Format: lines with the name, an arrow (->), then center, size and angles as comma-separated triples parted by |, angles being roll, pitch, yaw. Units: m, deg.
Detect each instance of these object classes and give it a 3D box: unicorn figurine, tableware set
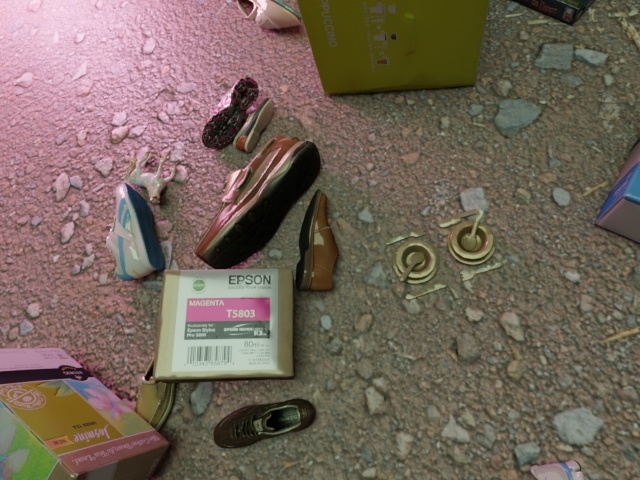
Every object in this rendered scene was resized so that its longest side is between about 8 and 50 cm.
unicorn figurine -> -0.382, -0.141, 1.006 | 0.161, 0.060, 0.111 | 13, 73, 34
tableware set -> 0.225, 0.016, 0.813 | 0.194, 0.039, 0.128 | -20, 67, 5

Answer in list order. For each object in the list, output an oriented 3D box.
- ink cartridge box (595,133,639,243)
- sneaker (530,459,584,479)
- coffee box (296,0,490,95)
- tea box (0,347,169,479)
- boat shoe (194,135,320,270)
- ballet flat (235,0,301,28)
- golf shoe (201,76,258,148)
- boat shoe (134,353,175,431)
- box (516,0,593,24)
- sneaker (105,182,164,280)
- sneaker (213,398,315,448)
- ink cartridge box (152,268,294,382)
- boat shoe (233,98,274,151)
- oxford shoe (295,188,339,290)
ink cartridge box -> 0.644, -0.125, 0.723 | 0.223, 0.129, 0.307 | 29, 78, 21
sneaker -> 0.339, 0.416, 0.626 | 0.082, 0.071, 0.191 | -7, 60, 17
coffee box -> 0.147, -0.533, 0.877 | 0.338, 0.338, 0.334 | 1, 70, 13
tea box -> -0.491, 0.397, 0.712 | 0.323, 0.220, 0.329 | 27, 86, 20
boat shoe -> -0.135, -0.085, 0.900 | 0.120, 0.123, 0.324 | 31, 71, 27
ballet flat -> -0.145, -0.580, 1.112 | 0.086, 0.086, 0.248 | -41, 65, -5
golf shoe -> -0.209, -0.291, 1.024 | 0.186, 0.067, 0.086 | -53, 25, 3
boat shoe -> -0.307, 0.265, 0.819 | 0.068, 0.072, 0.190 | 10, 72, 16
box -> 0.501, -0.588, 0.978 | 0.233, 0.044, 0.159 | 40, 82, 23
sneaker -> -0.412, -0.024, 0.948 | 0.092, 0.087, 0.229 | -25, 64, 5
sneaker -> -0.104, 0.309, 0.758 | 0.188, 0.071, 0.066 | -19, 67, 5
ink cartridge box -> -0.163, 0.151, 0.794 | 0.234, 0.088, 0.193 | -1, 70, -4
boat shoe -> -0.150, -0.265, 1.002 | 0.043, 0.049, 0.137 | 23, 81, 22
oxford shoe -> 0.000, 0.000, 0.866 | 0.076, 0.076, 0.212 | 11, 67, -15
